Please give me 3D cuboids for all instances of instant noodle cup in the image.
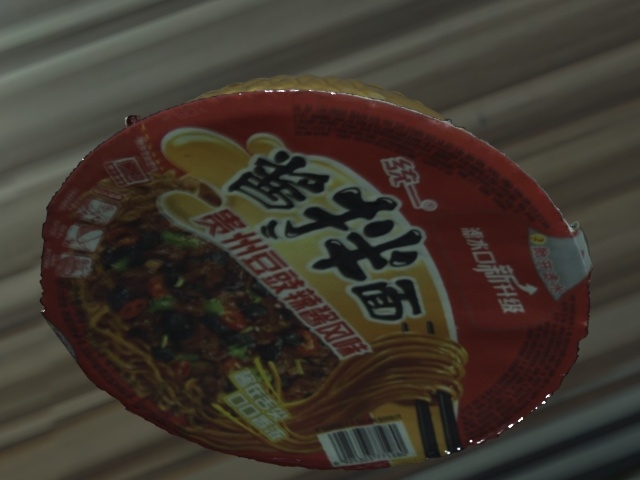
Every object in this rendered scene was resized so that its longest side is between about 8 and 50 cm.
[{"bbox_3d":[0.000,0.000,0.989,0.091,0.274,0.274,-83,-17,-44],"label":"instant noodle cup"}]

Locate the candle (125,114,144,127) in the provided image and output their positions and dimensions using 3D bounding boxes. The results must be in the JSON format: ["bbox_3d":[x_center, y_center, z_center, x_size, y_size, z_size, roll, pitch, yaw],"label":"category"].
[{"bbox_3d":[-0.179,-0.053,1.997,0.026,0.021,0.167,44,-148,-56],"label":"candle"}]
